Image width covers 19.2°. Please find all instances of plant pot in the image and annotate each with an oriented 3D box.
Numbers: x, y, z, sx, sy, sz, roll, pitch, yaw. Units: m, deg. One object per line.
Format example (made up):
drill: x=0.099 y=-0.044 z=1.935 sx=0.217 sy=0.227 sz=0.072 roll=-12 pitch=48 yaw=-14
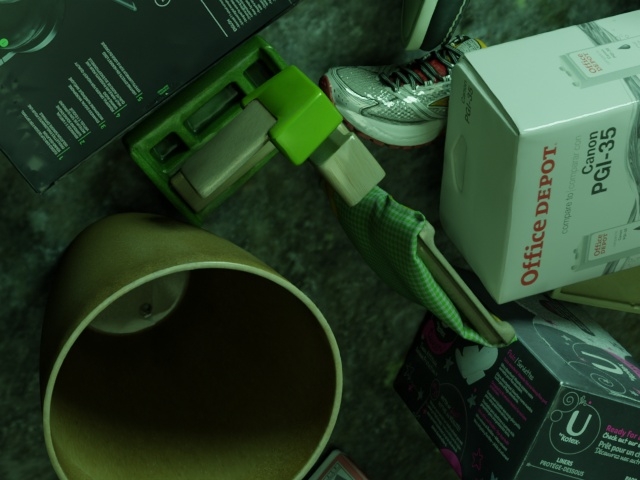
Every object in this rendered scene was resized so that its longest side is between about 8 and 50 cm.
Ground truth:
plant pot: x=-0.134 y=0.075 z=1.557 sx=0.237 sy=0.254 sz=0.237 roll=-8 pitch=116 yaw=-17

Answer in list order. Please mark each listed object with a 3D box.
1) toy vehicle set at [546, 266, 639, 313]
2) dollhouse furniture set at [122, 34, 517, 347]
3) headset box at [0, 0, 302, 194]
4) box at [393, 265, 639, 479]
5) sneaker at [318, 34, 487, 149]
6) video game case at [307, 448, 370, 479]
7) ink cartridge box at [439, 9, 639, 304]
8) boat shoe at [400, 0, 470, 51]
toy vehicle set: x=0.353 y=-0.006 z=1.821 sx=0.267 sy=0.035 sz=0.166 roll=10 pitch=109 yaw=-23
dollhouse furniture set: x=0.000 y=0.000 z=1.604 sx=0.151 sy=0.197 sz=0.301 roll=-41 pitch=119 yaw=0
headset box: x=-0.205 y=-0.212 z=1.474 sx=0.283 sy=0.131 sz=0.246 roll=-38 pitch=120 yaw=-1
box: x=0.201 y=0.148 z=1.713 sx=0.163 sy=0.247 sz=0.142 roll=17 pitch=107 yaw=-26
sneaker: x=0.102 y=-0.139 z=1.637 sx=0.225 sy=0.088 sz=0.092 roll=-4 pitch=133 yaw=-27
video game case: x=0.034 y=0.356 z=1.734 sx=0.204 sy=0.285 sz=0.025 roll=-50 pitch=142 yaw=6
ink cartridge box: x=0.258 y=-0.081 z=1.629 sx=0.283 sy=0.117 sz=0.207 roll=-15 pitch=136 yaw=-17
boat shoe: x=0.162 y=-0.308 z=1.568 sx=0.113 sy=0.127 sz=0.340 roll=16 pitch=98 yaw=-13
